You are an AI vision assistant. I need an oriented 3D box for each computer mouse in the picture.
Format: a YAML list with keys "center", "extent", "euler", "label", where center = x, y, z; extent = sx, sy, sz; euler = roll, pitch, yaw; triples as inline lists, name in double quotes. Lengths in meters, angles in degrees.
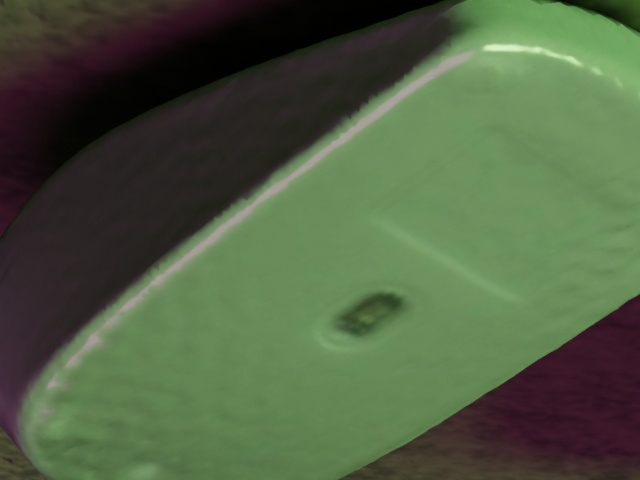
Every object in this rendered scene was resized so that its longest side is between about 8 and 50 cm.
- center: [0.000, 0.000, 0.524]
  extent: [0.231, 0.079, 0.128]
  euler: [-31, 141, 26]
  label: "computer mouse"
